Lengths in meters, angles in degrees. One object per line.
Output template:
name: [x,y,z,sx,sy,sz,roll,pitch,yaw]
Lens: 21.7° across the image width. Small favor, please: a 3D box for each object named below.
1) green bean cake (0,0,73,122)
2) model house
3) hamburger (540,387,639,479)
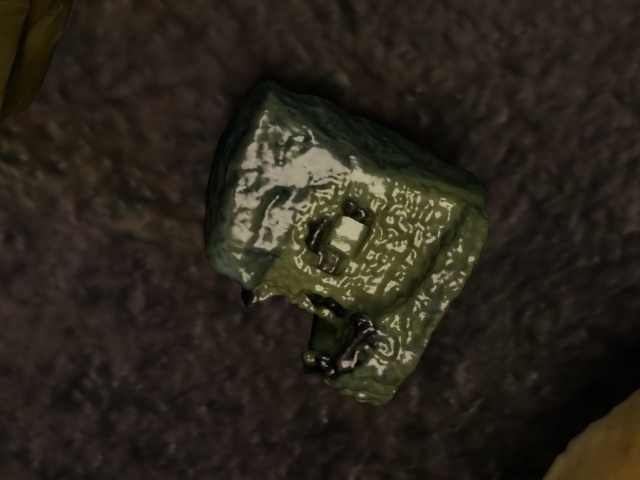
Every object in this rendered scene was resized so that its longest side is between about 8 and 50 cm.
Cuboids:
green bean cake: [-0.146,-0.132,0.370,0.233,0.124,0.236,11,145,-17]
model house: [0.000,0.000,0.537,0.083,0.066,0.079,24,116,-14]
hamburger: [0.159,0.103,0.568,0.155,0.135,0.208,29,115,-20]
